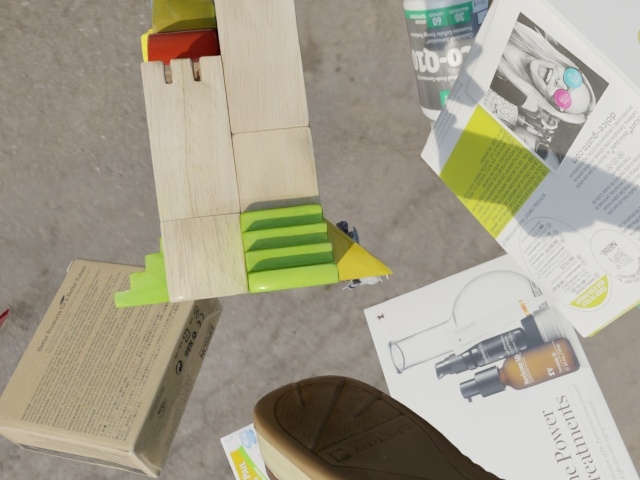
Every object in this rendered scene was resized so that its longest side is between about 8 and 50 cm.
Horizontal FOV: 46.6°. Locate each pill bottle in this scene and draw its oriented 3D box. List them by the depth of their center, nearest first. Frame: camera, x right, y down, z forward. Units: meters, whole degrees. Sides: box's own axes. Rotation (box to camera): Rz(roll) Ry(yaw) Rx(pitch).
[{"bbox_3d":[0.317,-0.394,1.694,0.204,0.204,0.360,-26,117,-22],"label":"pill bottle"}]

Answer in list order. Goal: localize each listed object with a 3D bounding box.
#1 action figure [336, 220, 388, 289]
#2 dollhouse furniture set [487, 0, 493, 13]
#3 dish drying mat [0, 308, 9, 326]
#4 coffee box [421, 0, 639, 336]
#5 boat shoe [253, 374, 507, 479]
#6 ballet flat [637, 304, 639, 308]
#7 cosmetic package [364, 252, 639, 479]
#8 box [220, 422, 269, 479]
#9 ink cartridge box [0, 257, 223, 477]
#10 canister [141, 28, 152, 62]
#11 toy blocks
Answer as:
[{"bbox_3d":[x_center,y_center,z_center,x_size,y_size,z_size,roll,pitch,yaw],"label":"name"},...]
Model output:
[{"bbox_3d":[0.000,0.000,1.361,0.285,0.185,0.099,30,97,6],"label":"action figure"},{"bbox_3d":[0.403,-0.481,1.270,0.198,0.151,0.301,-20,141,-6],"label":"dollhouse furniture set"},{"bbox_3d":[-0.575,0.153,1.319,0.008,0.083,0.032,41,38,-4],"label":"dish drying mat"},{"bbox_3d":[0.383,-0.147,0.879,0.338,0.334,0.338,-32,163,-23],"label":"coffee box"},{"bbox_3d":[0.070,0.201,0.398,0.123,0.342,0.123,-12,115,-34],"label":"boat shoe"},{"bbox_3d":[0.572,0.113,1.179,0.213,0.068,0.072,29,50,-36],"label":"ballet flat"},{"bbox_3d":[0.256,0.229,1.086,0.285,0.377,0.097,-24,155,15],"label":"cosmetic package"},{"bbox_3d":[-0.089,0.439,1.371,0.114,0.203,0.103,-25,162,-5],"label":"box"},{"bbox_3d":[-0.250,0.146,0.897,0.088,0.193,0.234,71,31,-51],"label":"ink cartridge box"},{"bbox_3d":[-0.247,-0.378,1.406,0.170,0.073,0.126,-41,166,-23],"label":"canister"},{"bbox_3d":[-0.070,-0.089,0.582,0.191,0.381,0.260,-7,87,-6],"label":"toy blocks"}]
